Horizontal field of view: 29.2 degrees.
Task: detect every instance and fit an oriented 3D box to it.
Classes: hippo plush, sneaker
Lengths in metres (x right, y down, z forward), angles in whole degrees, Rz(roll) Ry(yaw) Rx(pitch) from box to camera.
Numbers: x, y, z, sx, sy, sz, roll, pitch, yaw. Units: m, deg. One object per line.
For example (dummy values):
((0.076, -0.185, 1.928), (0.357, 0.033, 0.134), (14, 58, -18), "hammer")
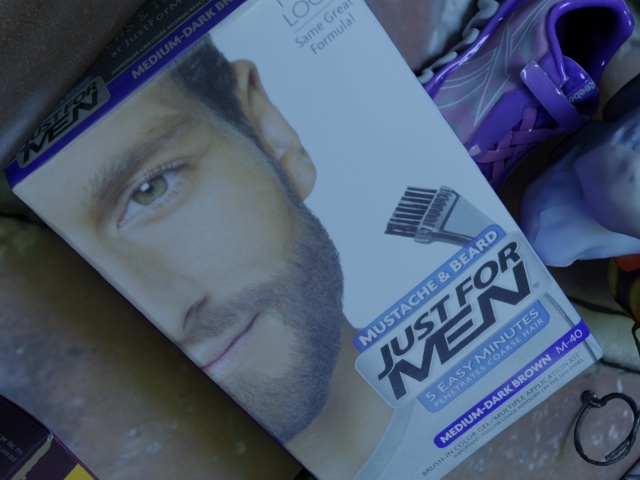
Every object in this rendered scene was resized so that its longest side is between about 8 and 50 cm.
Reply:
((0.298, -0.022, 0.788), (0.294, 0.234, 0.236), (-40, 91, -4), "hippo plush")
((0.123, -0.087, 0.799), (0.095, 0.104, 0.236), (43, 76, -40), "sneaker")

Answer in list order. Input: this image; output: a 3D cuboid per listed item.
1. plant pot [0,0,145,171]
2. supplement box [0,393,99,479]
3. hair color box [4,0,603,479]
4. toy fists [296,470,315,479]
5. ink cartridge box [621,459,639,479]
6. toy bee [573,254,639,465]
((-0.156, -0.116, 0.531), (0.167, 0.167, 0.165), (36, 86, -40), "plant pot")
((-0.192, 0.185, 0.632), (0.188, 0.081, 0.104), (-48, 127, -19), "supplement box")
((0.000, 0.000, 0.684), (0.185, 0.110, 0.339), (-38, 126, 3), "hair color box")
((0.000, 0.276, 0.800), (0.279, 0.096, 0.142), (-55, 131, -23), "toy fists")
((0.325, 0.285, 1.005), (0.283, 0.207, 0.117), (-39, 125, -25), "ink cartridge box")
((0.289, 0.027, 0.912), (0.162, 0.195, 0.298), (45, 76, -34), "toy bee")
